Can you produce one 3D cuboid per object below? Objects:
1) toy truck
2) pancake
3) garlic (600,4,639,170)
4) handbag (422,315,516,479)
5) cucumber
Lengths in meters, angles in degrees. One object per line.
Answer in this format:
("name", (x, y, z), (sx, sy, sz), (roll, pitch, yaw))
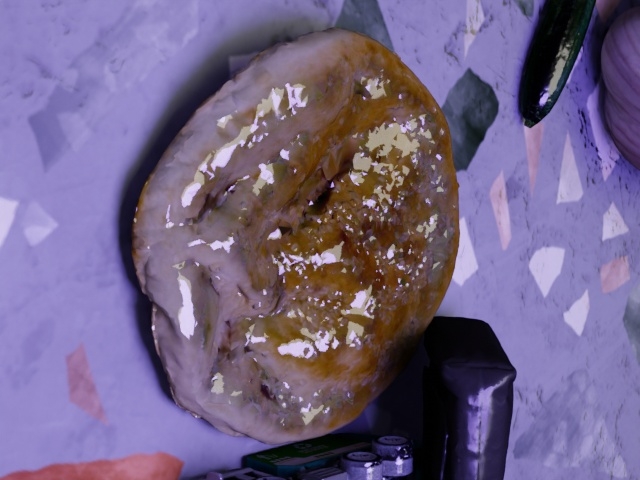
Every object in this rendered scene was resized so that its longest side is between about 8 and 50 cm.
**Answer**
("toy truck", (-0.001, 0.234, 1.059), (0.253, 0.124, 0.114), (-5, 98, -44))
("pancake", (0.001, 0.000, 1.060), (0.387, 0.082, 0.387), (-12, 108, -44))
("garlic", (0.487, -0.167, 1.392), (0.317, 0.317, 0.259), (48, 36, -38))
("handbag", (0.138, 0.197, 1.135), (0.247, 0.080, 0.223), (-76, 167, -83))
("cucumber", (0.276, -0.259, 1.334), (0.056, 0.056, 0.284), (26, 77, -44))
